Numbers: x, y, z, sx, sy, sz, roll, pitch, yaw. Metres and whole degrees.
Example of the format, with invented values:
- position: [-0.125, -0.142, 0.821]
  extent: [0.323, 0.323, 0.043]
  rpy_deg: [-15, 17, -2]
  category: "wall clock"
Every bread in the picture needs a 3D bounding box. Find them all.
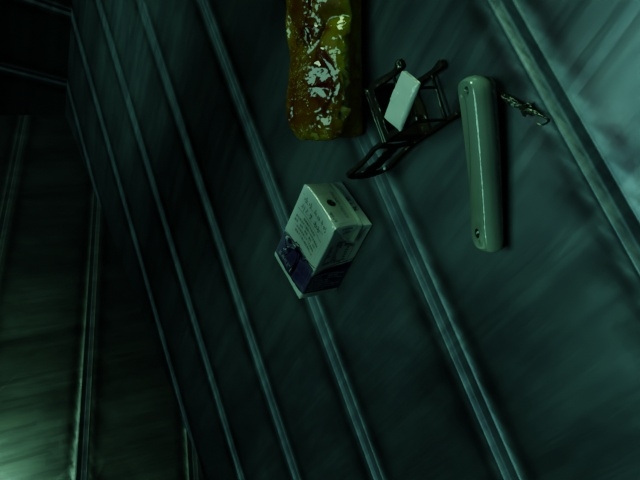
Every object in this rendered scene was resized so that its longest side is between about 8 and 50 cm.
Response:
- position: [0.004, -0.384, 1.171]
  extent: [0.185, 0.109, 0.380]
  rpy_deg: [11, 105, 56]
  category: "bread"

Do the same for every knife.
- position: [0.244, -0.115, 0.926]
  extent: [0.073, 0.040, 0.266]
  rpy_deg: [-166, 68, -71]
  category: "knife"

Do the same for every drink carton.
- position: [0.000, -0.001, 1.276]
  extent: [0.134, 0.102, 0.222]
  rpy_deg: [59, 141, 33]
  category: "drink carton"

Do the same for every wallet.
- position: [0.124, -0.212, 0.925]
  extent: [0.044, 0.011, 0.083]
  rpy_deg: [52, 138, 34]
  category: "wallet"

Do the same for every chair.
- position: [0.120, -0.201, 1.039]
  extent: [0.229, 0.106, 0.113]
  rpy_deg: [-30, 73, 54]
  category: "chair"

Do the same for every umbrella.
- position: [0.281, -0.201, 0.879]
  extent: [0.149, 0.022, 0.022]
  rpy_deg: [56, 177, 46]
  category: "umbrella"
